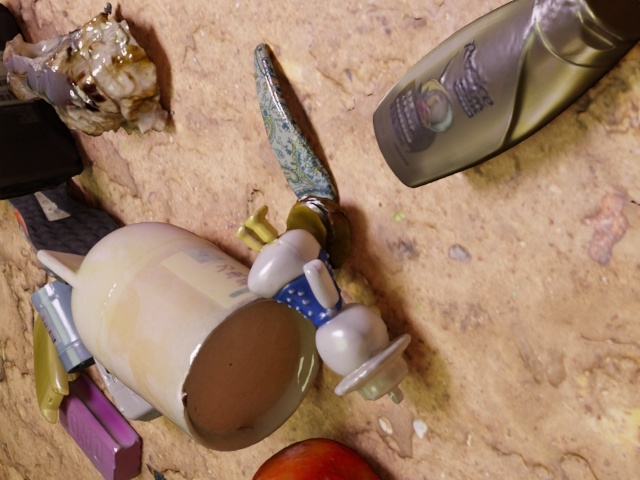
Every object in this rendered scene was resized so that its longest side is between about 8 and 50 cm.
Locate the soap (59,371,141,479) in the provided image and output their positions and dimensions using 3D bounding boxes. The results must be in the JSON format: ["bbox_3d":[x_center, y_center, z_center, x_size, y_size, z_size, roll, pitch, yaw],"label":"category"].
[{"bbox_3d":[-0.418,0.359,2.504,0.203,0.065,0.122,42,140,34],"label":"soap"}]

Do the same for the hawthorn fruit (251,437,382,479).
[{"bbox_3d":[0.005,0.363,1.776,0.253,0.205,0.205,-36,79,50],"label":"hawthorn fruit"}]

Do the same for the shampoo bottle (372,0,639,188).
[{"bbox_3d":[0.175,-0.156,1.292,0.350,0.084,0.125,-30,83,57],"label":"shampoo bottle"}]

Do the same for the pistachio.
[{"bbox_3d":[0.000,0.000,1.675,0.089,0.049,0.173,38,144,14],"label":"pistachio"}]

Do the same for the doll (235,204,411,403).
[{"bbox_3d":[0.007,0.083,1.620,0.293,0.119,0.138,50,155,1],"label":"doll"}]

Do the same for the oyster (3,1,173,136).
[{"bbox_3d":[-0.360,-0.258,1.969,0.337,0.133,0.197,21,119,43],"label":"oyster"}]

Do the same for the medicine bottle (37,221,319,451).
[{"bbox_3d":[-0.213,0.105,1.883,0.406,0.236,0.235,30,133,42],"label":"medicine bottle"}]

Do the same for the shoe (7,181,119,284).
[{"bbox_3d":[-0.422,0.020,2.234,0.336,0.132,0.171,41,150,45],"label":"shoe"}]

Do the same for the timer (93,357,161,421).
[{"bbox_3d":[-0.304,0.178,2.200,0.262,0.087,0.237,-34,81,55],"label":"timer"}]

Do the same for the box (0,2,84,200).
[{"bbox_3d":[-0.541,-0.228,2.076,0.091,0.359,0.350,-26,88,24],"label":"box"}]

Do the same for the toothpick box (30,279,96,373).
[{"bbox_3d":[-0.441,0.149,2.371,0.153,0.101,0.101,62,148,9],"label":"toothpick box"}]

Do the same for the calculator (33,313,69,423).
[{"bbox_3d":[-0.520,0.220,2.526,0.157,0.033,0.236,119,145,-45],"label":"calculator"}]

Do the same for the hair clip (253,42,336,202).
[{"bbox_3d":[-0.042,-0.137,1.663,0.066,0.036,0.229,-20,93,51],"label":"hair clip"}]

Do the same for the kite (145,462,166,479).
[{"bbox_3d":[-0.288,0.456,2.433,0.122,0.004,0.090,58,147,14],"label":"kite"}]
